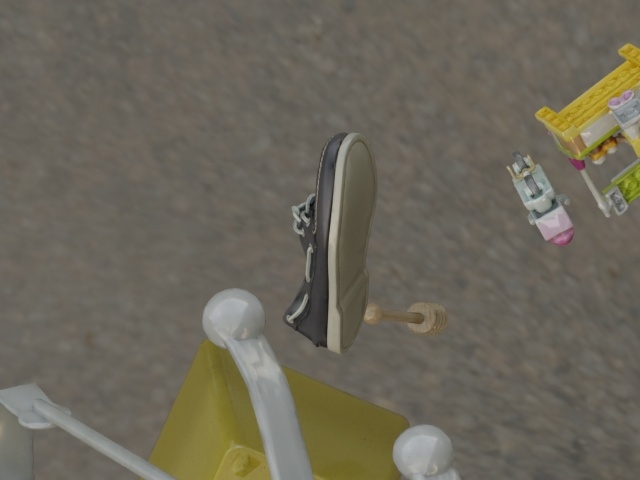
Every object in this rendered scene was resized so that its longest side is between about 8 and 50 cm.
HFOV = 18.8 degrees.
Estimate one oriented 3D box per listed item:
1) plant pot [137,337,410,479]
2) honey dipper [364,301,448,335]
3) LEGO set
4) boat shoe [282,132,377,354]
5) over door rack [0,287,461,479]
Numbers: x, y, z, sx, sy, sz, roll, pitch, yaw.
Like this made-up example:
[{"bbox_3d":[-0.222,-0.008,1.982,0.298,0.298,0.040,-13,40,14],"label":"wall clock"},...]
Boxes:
[{"bbox_3d":[-0.046,0.237,1.699,0.212,0.187,0.212,24,99,-8],"label":"plant pot"},{"bbox_3d":[0.071,0.068,1.682,0.030,0.160,0.030,-1,87,24],"label":"honey dipper"},{"bbox_3d":[0.282,-0.085,1.442,0.287,0.132,0.107,-25,122,14],"label":"LEGO set"},{"bbox_3d":[0.000,0.000,1.483,0.065,0.206,0.075,19,44,19],"label":"boat shoe"},{"bbox_3d":[-0.139,0.083,0.635,0.324,0.239,0.108,1,98,57],"label":"over door rack"}]
